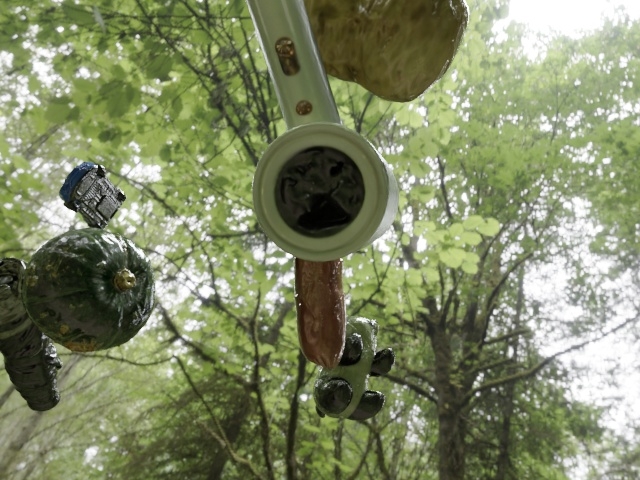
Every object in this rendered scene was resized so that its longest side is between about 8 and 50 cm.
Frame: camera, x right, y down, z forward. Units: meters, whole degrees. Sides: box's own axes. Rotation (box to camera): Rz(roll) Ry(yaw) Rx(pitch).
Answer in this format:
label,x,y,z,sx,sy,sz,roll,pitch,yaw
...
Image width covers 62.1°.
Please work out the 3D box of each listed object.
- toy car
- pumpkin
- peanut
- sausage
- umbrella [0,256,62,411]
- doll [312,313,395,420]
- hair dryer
label,x,y,z,sx,sy,sz,roll,pitch,yaw
toy car,-0.460,-0.090,1.063,0.063,0.103,0.216,29,-17,8
pumpkin,-0.329,0.071,0.769,0.146,0.190,0.190,-14,-52,47
peanut,0.073,-0.291,0.706,0.233,0.196,0.110,23,-8,17
sausage,-0.002,-0.001,0.874,0.088,0.433,0.088,0,-29,0
umbrella,-0.529,0.179,0.938,0.106,0.113,0.357,42,-39,33
doll,0.063,0.268,1.129,0.144,0.234,0.135,34,-22,-35
hair dryer,-0.019,-0.160,0.566,0.128,0.203,0.361,-18,-91,12
